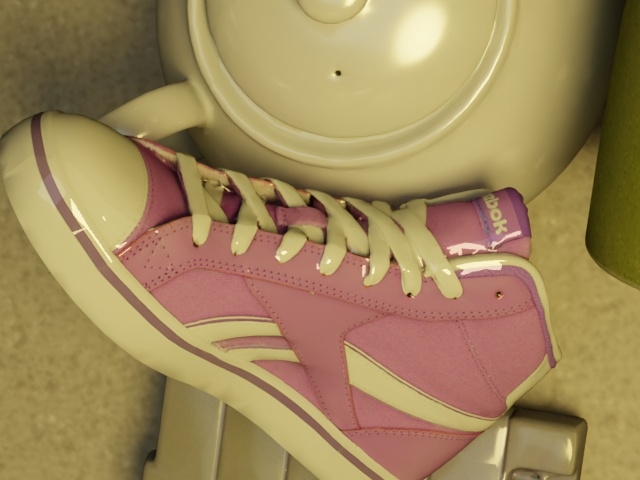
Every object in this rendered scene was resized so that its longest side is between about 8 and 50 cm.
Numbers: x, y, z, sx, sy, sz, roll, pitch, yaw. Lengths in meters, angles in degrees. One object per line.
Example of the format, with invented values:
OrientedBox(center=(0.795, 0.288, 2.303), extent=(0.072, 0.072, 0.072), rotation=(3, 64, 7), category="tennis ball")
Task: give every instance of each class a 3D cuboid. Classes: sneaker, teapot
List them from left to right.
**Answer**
OrientedBox(center=(0.000, -0.001, 0.780), extent=(0.161, 0.282, 0.102), rotation=(-37, 41, 19), category="sneaker")
OrientedBox(center=(0.019, -0.109, 0.845), extent=(0.252, 0.187, 0.256), rotation=(16, 97, 13), category="teapot")

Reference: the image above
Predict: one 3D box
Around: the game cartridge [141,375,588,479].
OrientedBox(center=(0.002, 0.248, 0.931), extent=(0.230, 0.068, 0.355), rotation=(10, 95, 17), category="game cartridge")

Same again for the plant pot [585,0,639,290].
OrientedBox(center=(0.248, -0.137, 0.711), extent=(0.275, 0.275, 0.293), rotation=(3, 105, 14), category="plant pot")
